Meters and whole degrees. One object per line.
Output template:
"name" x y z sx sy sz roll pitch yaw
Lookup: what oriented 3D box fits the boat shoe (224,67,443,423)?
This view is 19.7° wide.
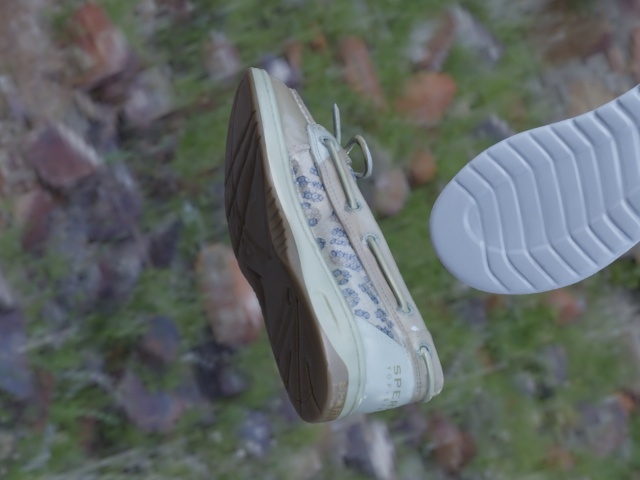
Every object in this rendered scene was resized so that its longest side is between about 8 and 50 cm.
"boat shoe" 0.000 0.000 1.236 0.105 0.089 0.285 110 -30 -48

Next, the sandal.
"sandal" 0.310 -0.064 1.930 0.102 0.416 0.169 6 59 -64
